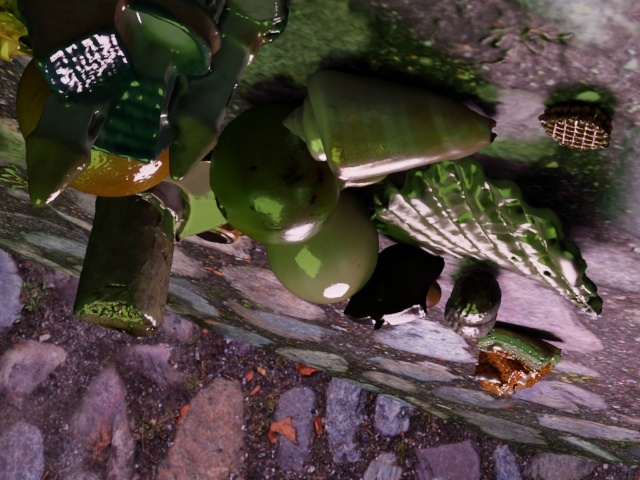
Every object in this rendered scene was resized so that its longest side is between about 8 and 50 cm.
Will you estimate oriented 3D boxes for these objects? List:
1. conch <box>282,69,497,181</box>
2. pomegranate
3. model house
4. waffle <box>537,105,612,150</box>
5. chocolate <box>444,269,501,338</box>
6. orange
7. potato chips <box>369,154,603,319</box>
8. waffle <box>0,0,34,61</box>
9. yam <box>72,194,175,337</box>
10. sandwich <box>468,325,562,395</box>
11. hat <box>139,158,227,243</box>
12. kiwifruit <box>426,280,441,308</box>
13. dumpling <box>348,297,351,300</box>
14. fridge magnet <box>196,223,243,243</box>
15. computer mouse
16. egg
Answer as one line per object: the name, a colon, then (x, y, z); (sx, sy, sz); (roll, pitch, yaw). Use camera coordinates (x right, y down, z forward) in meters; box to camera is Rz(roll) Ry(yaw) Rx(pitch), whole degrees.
conch: (0.078, -0.123, 1.056); (0.255, 0.127, 0.158); (12, 162, 16)
pomegranate: (-0.032, -0.088, 1.169); (0.240, 0.190, 0.159); (18, 166, -1)
model house: (-0.170, -0.166, 0.830); (0.194, 0.325, 0.267); (18, 164, 5)
waffle: (0.291, -0.129, 0.989); (0.075, 0.029, 0.083); (31, 162, -31)
chocolate: (0.297, 0.129, 1.687); (0.110, 0.110, 0.248); (14, 166, 12)
orange: (-0.281, -0.166, 1.141); (0.236, 0.236, 0.236); (16, 164, 5)
potato chips: (0.256, -0.005, 1.315); (0.373, 0.097, 0.389); (21, 169, 25)
waffle: (-0.473, -0.315, 1.122); (0.280, 0.060, 0.262); (18, 166, 10)
yam: (-0.404, 0.044, 1.827); (0.195, 0.300, 0.195); (6, 163, 2)
sandwich: (0.431, 0.280, 1.952); (0.184, 0.160, 0.109); (16, -175, 33)
hat: (-0.260, -0.109, 1.576); (0.244, 0.149, 0.214); (-25, 141, 12)
kiwifruit: (0.197, 0.096, 1.744); (0.075, 0.075, 0.124); (6, 156, 35)
dumpling: (0.078, 0.123, 1.978); (0.052, 0.057, 0.076); (14, 163, 12)
fridge magnet: (-0.214, -0.034, 1.761); (0.143, 0.063, 0.143); (13, 163, 4)
computer mouse: (0.127, 0.064, 1.519); (0.146, 0.264, 0.088); (-8, 118, 23)
egg: (0.000, 0.000, 1.429); (0.188, 0.189, 0.254); (11, 155, 21)
